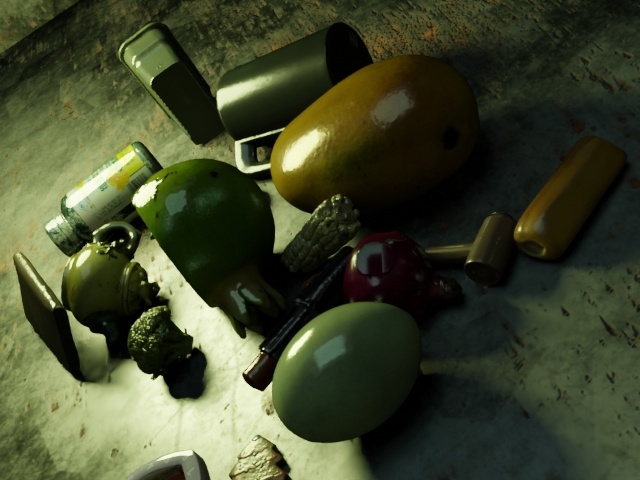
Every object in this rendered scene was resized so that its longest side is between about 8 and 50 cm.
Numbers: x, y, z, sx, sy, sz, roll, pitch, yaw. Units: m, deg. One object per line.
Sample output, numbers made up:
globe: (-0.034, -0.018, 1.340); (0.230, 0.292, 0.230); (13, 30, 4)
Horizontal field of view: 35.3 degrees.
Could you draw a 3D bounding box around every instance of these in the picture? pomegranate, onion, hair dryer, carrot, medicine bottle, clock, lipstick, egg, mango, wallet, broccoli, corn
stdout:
pomegranate: (-0.172, -0.002, 1.846); (0.216, 0.309, 0.358); (-39, 69, -9)
onion: (0.127, 0.060, 1.631); (0.198, 0.135, 0.173); (-5, 52, 31)
hair dryer: (0.234, 0.016, 1.659); (0.182, 0.064, 0.117); (-6, 45, 42)
carrot: (0.015, 0.061, 1.809); (0.142, 0.035, 0.035); (-38, 35, -15)
medicine bottle: (-0.485, -0.088, 2.289); (0.293, 0.141, 0.141); (-39, 36, -2)
clock: (-0.237, 0.416, 1.593); (0.198, 0.064, 0.172); (11, 57, 45)
lipstick: (-0.022, 0.135, 1.714); (0.081, 0.081, 0.299); (19, 62, 49)
egg: (0.041, 0.195, 1.505); (0.253, 0.186, 0.186); (-40, 36, 0)
mango: (0.085, -0.185, 1.864); (0.446, 0.232, 0.300); (-14, 44, 37)
wallet: (-0.571, 0.147, 2.091); (0.042, 0.165, 0.309); (-21, 29, -25)
broccoli: (-0.296, 0.186, 1.862); (0.120, 0.130, 0.131); (5, 4, -10)
corn: (0.000, 0.000, 1.805); (0.211, 0.087, 0.087); (-51, 16, 49)

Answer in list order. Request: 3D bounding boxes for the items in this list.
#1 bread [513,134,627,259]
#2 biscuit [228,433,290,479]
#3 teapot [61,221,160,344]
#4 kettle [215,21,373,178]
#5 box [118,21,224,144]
bread: (0.398, -0.076, 1.611); (0.093, 0.074, 0.239); (11, 56, 51)
biscuit: (-0.103, 0.359, 1.584); (0.120, 0.019, 0.130); (-23, 38, 17)
teapot: (-0.414, 0.083, 2.039); (0.183, 0.173, 0.269); (7, 62, 6)
kettle: (-0.046, -0.291, 2.155); (0.308, 0.262, 0.203); (-15, 6, 32)
box: (-0.338, -0.367, 2.377); (0.138, 0.274, 0.178); (-39, 42, 0)
